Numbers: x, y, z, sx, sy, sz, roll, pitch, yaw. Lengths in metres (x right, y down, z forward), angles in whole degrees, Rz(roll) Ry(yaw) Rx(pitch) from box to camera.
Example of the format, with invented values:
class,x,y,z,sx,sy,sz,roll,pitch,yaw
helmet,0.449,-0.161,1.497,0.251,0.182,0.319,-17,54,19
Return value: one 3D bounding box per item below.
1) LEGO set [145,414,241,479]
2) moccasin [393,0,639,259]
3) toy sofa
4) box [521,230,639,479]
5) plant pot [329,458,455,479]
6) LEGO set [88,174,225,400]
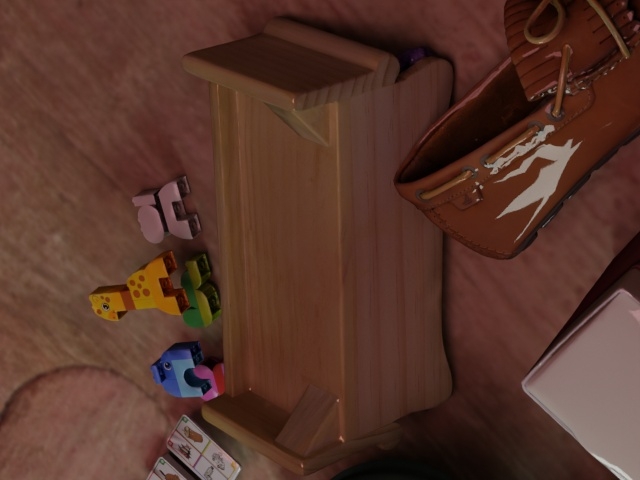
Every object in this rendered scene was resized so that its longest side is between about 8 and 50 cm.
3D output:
class,x,y,z,sx,sy,sz,roll,pitch,yaw
LEGO set,-0.064,0.293,1.910,0.244,0.060,0.182,41,129,13
moccasin,0.188,-0.146,1.515,0.147,0.139,0.380,27,134,-16
toy sofa,0.000,0.000,1.691,0.150,0.177,0.362,24,124,44
box,0.279,0.073,1.513,0.148,0.232,0.127,42,125,3
plant pot,0.059,0.316,1.698,0.272,0.255,0.271,2,106,6
LEGO set,-0.151,0.064,1.812,0.093,0.087,0.227,-6,108,28
